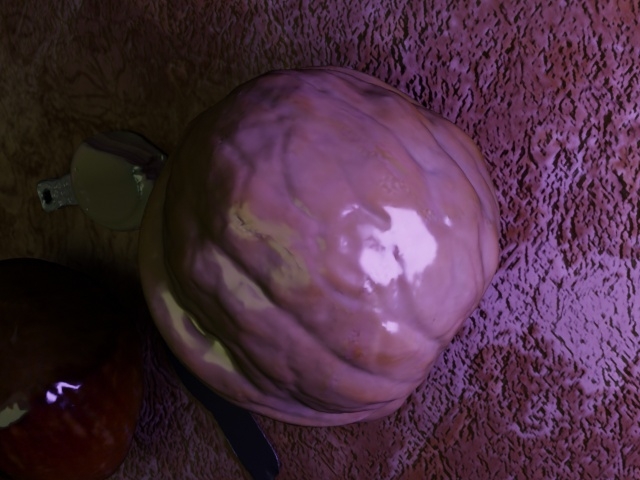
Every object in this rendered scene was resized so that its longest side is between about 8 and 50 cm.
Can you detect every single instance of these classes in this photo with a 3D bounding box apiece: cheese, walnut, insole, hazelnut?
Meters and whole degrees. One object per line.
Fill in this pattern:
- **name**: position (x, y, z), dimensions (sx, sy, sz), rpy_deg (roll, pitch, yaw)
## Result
- **cheese**: position (-0.210, -0.059, 1.557), dimensions (0.171, 0.047, 0.092), rpy_deg (14, 112, 36)
- **walnut**: position (0.000, 0.000, 1.264), dimensions (0.285, 0.285, 0.296), rpy_deg (62, 167, 6)
- **insole**: position (-0.095, 0.149, 1.558), dimensions (0.064, 0.004, 0.188), rpy_deg (-43, 76, 40)
- **hazelnut**: position (-0.264, 0.126, 1.581), dimensions (0.218, 0.218, 0.234), rpy_deg (-54, 50, 37)
